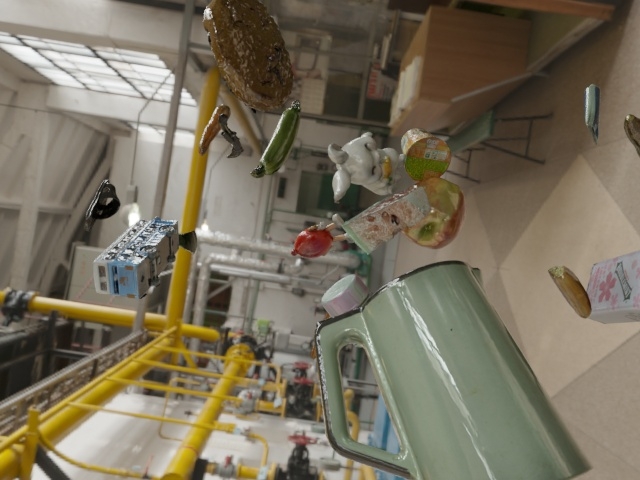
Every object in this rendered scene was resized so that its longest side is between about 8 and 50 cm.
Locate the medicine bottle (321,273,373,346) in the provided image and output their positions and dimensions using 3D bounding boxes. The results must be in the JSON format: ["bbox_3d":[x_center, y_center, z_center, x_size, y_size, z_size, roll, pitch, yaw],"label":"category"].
[{"bbox_3d":[0.098,0.192,1.511,0.135,0.168,0.135,-38,9,7],"label":"medicine bottle"}]

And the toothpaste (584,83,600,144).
[{"bbox_3d":[0.588,-0.282,1.197,0.057,0.035,0.197,52,-137,-29],"label":"toothpaste"}]

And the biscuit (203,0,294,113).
[{"bbox_3d":[-0.157,-0.455,1.328,0.296,0.075,0.295,27,-123,-52],"label":"biscuit"}]

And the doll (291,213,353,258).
[{"bbox_3d":[0.000,0.000,1.918,0.183,0.217,0.085,50,-163,-46],"label":"doll"}]

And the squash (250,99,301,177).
[{"bbox_3d":[-0.123,-0.298,1.692,0.071,0.080,0.318,-11,46,46],"label":"squash"}]

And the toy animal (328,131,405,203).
[{"bbox_3d":[0.134,-0.226,1.725,0.154,0.325,0.208,10,114,46],"label":"toy animal"}]

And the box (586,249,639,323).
[{"bbox_3d":[0.876,0.133,1.567,0.369,0.112,0.190,88,-159,-79],"label":"box"}]

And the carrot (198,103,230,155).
[{"bbox_3d":[-0.301,-0.314,1.561,0.047,0.047,0.191,101,-174,-55],"label":"carrot"}]

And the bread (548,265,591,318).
[{"bbox_3d":[0.594,0.102,1.328,0.136,0.054,0.154,33,-155,-49],"label":"bread"}]

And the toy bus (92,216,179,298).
[{"bbox_3d":[-0.459,0.038,1.419,0.297,0.131,0.106,-82,-4,-67],"label":"toy bus"}]

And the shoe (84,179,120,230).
[{"bbox_3d":[-0.452,-0.070,1.166,0.159,0.053,0.062,-91,14,-56],"label":"shoe"}]

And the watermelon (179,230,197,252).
[{"bbox_3d":[-0.442,0.014,1.799,0.181,0.092,0.075,168,85,-76],"label":"watermelon"}]

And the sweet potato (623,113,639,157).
[{"bbox_3d":[0.724,-0.197,1.202,0.077,0.244,0.077,-43,37,43],"label":"sweet potato"}]

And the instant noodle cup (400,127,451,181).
[{"bbox_3d":[0.357,-0.314,1.954,0.185,0.169,0.168,-96,14,-62],"label":"instant noodle cup"}]

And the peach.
[{"bbox_3d":[0.375,-0.105,1.841,0.232,0.233,0.256,100,-171,-46],"label":"peach"}]

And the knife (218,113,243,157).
[{"bbox_3d":[-0.201,-0.229,1.251,0.222,0.046,0.021,105,165,-76],"label":"knife"}]

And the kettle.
[{"bbox_3d":[0.180,0.261,0.916,0.250,0.361,0.376,68,-179,-61],"label":"kettle"}]

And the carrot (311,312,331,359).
[{"bbox_3d":[0.020,0.332,2.078,0.043,0.043,0.247,117,177,-85],"label":"carrot"}]

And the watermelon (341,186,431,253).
[{"bbox_3d":[0.173,-0.064,1.279,0.154,0.094,0.241,-40,6,-24],"label":"watermelon"}]
